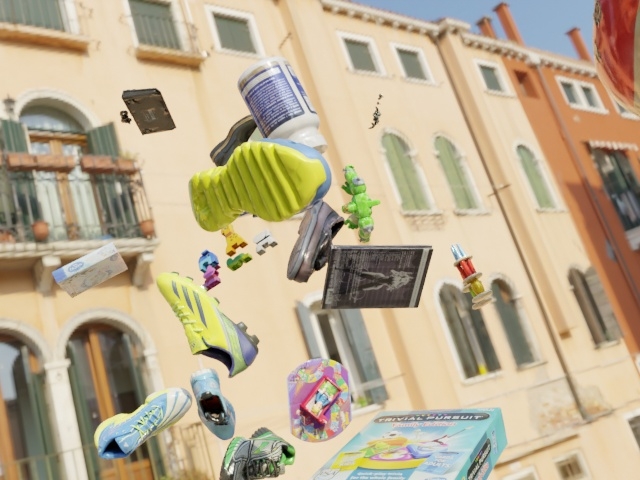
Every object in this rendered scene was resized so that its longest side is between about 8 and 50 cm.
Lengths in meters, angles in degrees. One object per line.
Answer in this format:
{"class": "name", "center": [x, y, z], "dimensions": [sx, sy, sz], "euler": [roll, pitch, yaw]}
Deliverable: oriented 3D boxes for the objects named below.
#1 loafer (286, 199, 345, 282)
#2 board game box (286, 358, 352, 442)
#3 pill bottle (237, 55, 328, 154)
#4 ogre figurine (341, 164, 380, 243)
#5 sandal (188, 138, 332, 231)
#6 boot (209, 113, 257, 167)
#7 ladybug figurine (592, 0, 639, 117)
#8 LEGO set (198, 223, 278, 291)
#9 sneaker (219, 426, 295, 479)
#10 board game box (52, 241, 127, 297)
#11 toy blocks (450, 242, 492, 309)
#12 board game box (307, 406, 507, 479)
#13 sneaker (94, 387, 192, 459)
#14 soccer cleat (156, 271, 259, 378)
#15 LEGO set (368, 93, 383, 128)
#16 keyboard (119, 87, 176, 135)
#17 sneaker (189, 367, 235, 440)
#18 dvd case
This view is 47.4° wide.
{"class": "loafer", "center": [0.000, 0.000, 1.538], "dimensions": [0.095, 0.302, 0.109], "euler": [26, -62, -7]}
{"class": "board game box", "center": [0.004, 0.320, 1.445], "dimensions": [0.133, 0.168, 0.033], "euler": [-4, 3, -20]}
{"class": "pill bottle", "center": [-0.094, -0.324, 1.873], "dimensions": [0.153, 0.264, 0.153], "euler": [-26, -11, -5]}
{"class": "ogre figurine", "center": [0.098, -0.091, 1.826], "dimensions": [0.097, 0.197, 0.118], "euler": [6, 2, -8]}
{"class": "sandal", "center": [-0.081, -0.093, 1.122], "dimensions": [0.138, 0.126, 0.317], "euler": [-20, 10, -35]}
{"class": "boot", "center": [-0.222, -0.254, 2.110], "dimensions": [0.077, 0.137, 0.198], "euler": [3, -41, -51]}
{"class": "ladybug figurine", "center": [0.585, -0.414, 1.292], "dimensions": [0.162, 0.305, 0.449], "euler": [16, -35, 30]}
{"class": "LEGO set", "center": [-0.226, 0.017, 1.796], "dimensions": [0.227, 0.093, 0.087], "euler": [-32, -43, 14]}
{"class": "sneaker", "center": [-0.183, 0.650, 2.166], "dimensions": [0.146, 0.134, 0.343], "euler": [16, 11, 24]}
{"class": "board game box", "center": [-0.323, 0.043, 1.028], "dimensions": [0.090, 0.020, 0.090], "euler": [-28, -13, -14]}
{"class": "toy blocks", "center": [0.361, 0.084, 1.780], "dimensions": [0.054, 0.148, 0.123], "euler": [-26, -22, 2]}
{"class": "board game box", "center": [0.162, 0.391, 1.286], "dimensions": [0.254, 0.079, 0.336], "euler": [-9, 5, 28]}
{"class": "sneaker", "center": [-0.396, 0.425, 1.640], "dimensions": [0.240, 0.091, 0.126], "euler": [-29, 20, 0]}
{"class": "soccer cleat", "center": [-0.265, 0.184, 1.606], "dimensions": [0.121, 0.289, 0.093], "euler": [-47, -5, -24]}
{"class": "LEGO set", "center": [0.131, -0.289, 1.648], "dimensions": [0.023, 0.054, 0.083], "euler": [18, -56, -2]}
{"class": "keyboard", "center": [-0.376, -0.273, 1.549], "dimensions": [0.108, 0.023, 0.180], "euler": [-10, -18, -3]}
{"class": "sneaker", "center": [-0.189, 0.302, 1.278], "dimensions": [0.063, 0.073, 0.162], "euler": [-20, -54, -4]}
{"class": "dvd case", "center": [0.119, 0.079, 1.553], "dimensions": [0.221, 0.018, 0.164], "euler": [0, -55, -12]}
